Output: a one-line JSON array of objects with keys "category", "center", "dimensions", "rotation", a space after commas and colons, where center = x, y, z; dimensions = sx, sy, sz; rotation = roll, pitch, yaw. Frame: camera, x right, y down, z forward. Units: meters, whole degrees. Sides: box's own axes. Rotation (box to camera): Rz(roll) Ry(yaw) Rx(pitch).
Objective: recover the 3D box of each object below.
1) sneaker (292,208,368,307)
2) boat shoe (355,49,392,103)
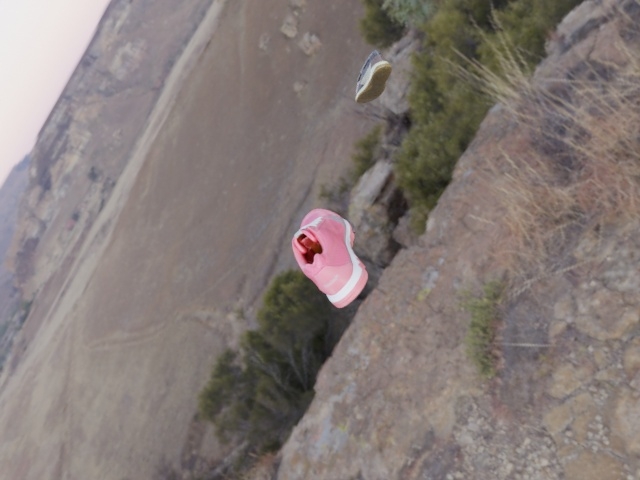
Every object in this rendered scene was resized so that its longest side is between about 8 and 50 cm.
[{"category": "sneaker", "center": [0.001, 0.000, 1.351], "dimensions": [0.116, 0.136, 0.314], "rotation": [-45, 29, 12]}, {"category": "boat shoe", "center": [0.103, -0.325, 1.323], "dimensions": [0.152, 0.056, 0.049], "rotation": [132, 124, -67]}]
